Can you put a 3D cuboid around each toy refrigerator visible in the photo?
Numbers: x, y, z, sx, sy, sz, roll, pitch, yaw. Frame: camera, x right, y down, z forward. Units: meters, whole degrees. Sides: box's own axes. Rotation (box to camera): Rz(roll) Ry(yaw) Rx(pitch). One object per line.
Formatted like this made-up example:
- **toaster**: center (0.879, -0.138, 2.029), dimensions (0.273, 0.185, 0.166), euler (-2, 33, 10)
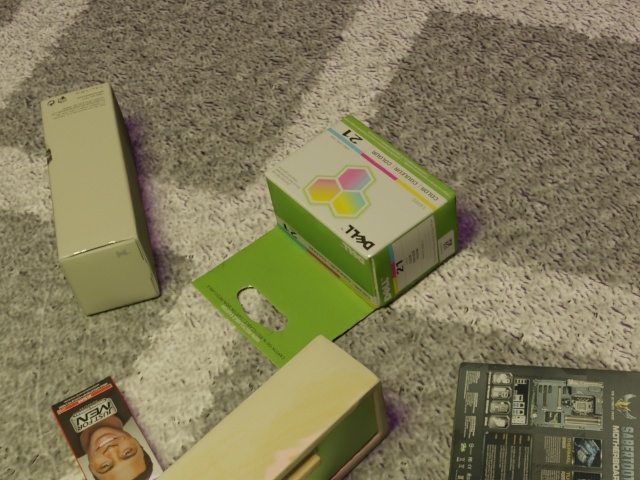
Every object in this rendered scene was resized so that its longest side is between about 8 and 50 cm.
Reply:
- **toy refrigerator**: center (-0.056, 0.224, 1.085), dimensions (0.269, 0.102, 0.094), euler (-39, 54, -23)

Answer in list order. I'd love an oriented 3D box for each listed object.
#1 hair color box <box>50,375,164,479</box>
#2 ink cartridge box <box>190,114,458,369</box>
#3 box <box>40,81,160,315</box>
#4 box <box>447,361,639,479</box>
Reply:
- **hair color box**: center (-0.213, 0.212, 1.161), dimensions (0.072, 0.043, 0.141), euler (-28, 51, -15)
- **ink cartridge box**: center (0.000, 0.000, 1.273), dimensions (0.255, 0.097, 0.189), euler (-35, 53, -21)
- **box**: center (-0.264, -0.054, 1.358), dimensions (0.094, 0.113, 0.275), euler (-15, 47, -3)
- **box**: center (0.211, 0.225, 1.064), dimensions (0.183, 0.059, 0.233), euler (1, 49, 12)
